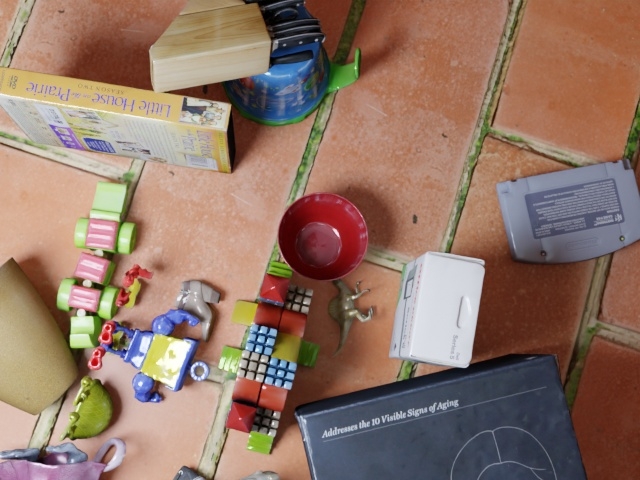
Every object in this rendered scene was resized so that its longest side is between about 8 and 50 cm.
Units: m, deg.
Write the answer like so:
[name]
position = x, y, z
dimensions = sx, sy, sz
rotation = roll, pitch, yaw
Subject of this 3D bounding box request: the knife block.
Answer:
[knife block]
position = -0.137, -0.340, 1.543
dimensions = 0.242, 0.088, 0.275
rotation = 26, 60, 8

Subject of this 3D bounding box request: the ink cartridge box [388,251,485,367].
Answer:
[ink cartridge box]
position = 0.218, 0.138, 1.672
dimensions = 0.115, 0.273, 0.198
rotation = 10, 82, -2

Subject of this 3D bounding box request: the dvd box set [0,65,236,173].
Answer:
[dvd box set]
position = -0.376, -0.223, 1.667
dimensions = 0.420, 0.307, 0.062
rotation = 9, 80, -2

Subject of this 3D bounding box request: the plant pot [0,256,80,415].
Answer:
[plant pot]
position = -0.591, 0.203, 1.656
dimensions = 0.237, 0.237, 0.254
rotation = -42, 103, -8

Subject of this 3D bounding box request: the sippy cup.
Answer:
[sippy cup]
position = -0.088, -0.369, 1.746
dimensions = 0.305, 0.224, 0.240
rotation = -30, 86, -7

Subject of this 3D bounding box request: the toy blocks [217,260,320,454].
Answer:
[toy blocks]
position = -0.097, 0.220, 1.648
dimensions = 0.191, 0.261, 0.381
rotation = 15, 82, -2

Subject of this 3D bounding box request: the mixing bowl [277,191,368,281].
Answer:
[mixing bowl]
position = 0.000, 0.000, 1.762
dimensions = 0.181, 0.098, 0.181
rotation = 1, 79, -6

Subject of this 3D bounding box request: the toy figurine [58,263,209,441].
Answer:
[toy figurine]
position = -0.327, 0.249, 1.673
dimensions = 0.217, 0.191, 0.362
rotation = 21, 83, -6

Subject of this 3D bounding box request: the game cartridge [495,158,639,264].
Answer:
[game cartridge]
position = 0.530, -0.052, 1.830
dimensions = 0.294, 0.060, 0.196
rotation = -10, 80, -5

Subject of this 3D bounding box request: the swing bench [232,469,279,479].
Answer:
[swing bench]
position = -0.202, 0.574, 1.605
dimensions = 0.253, 0.165, 0.254
rotation = -6, 81, -28

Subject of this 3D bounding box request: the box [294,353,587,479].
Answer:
[box]
position = 0.234, 0.490, 1.614
dimensions = 0.480, 0.297, 0.471
rotation = -12, 85, -5

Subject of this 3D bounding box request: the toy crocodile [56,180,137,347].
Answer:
[toy crocodile]
position = -0.446, 0.047, 1.727
dimensions = 0.115, 0.105, 0.340
rotation = 12, 81, -2

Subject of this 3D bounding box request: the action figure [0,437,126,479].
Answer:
[action figure]
position = -0.511, 0.574, 1.639
dimensions = 0.276, 0.248, 0.370
rotation = -4, 81, -31

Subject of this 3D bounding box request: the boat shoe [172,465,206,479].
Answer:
[boat shoe]
position = -0.319, 0.535, 1.688
dimensions = 0.076, 0.080, 0.228
rotation = 39, 85, 20

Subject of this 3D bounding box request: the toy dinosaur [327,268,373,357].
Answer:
[toy dinosaur]
position = 0.060, 0.149, 1.782
dimensions = 0.093, 0.053, 0.183
rotation = -5, 75, 11

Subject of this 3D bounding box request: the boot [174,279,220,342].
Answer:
[boot]
position = -0.254, 0.140, 1.763
dimensions = 0.087, 0.042, 0.118
rotation = 13, 81, 4
